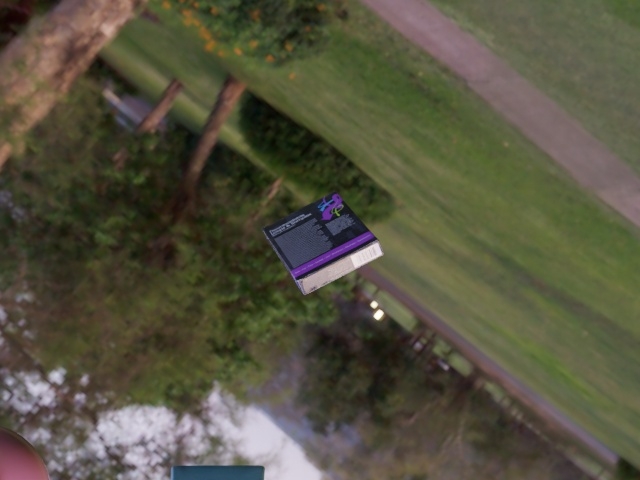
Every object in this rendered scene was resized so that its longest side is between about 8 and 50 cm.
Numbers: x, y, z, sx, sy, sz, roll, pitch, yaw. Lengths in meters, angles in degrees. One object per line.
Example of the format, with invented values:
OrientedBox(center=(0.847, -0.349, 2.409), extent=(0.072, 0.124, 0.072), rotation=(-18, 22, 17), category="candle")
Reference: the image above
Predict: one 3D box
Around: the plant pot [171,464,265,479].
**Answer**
OrientedBox(center=(-0.181, 0.535, 1.841), extent=(0.234, 0.166, 0.165), rotation=(-93, 7, -46), category="plant pot")

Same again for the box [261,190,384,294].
OrientedBox(center=(0.000, 0.000, 1.385), extent=(0.029, 0.116, 0.162), rotation=(67, 173, -33), category="box")

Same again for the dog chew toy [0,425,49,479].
OrientedBox(center=(-0.491, 0.344, 1.372), extent=(0.207, 0.206, 0.332), rotation=(38, -177, 14), category="dog chew toy")
